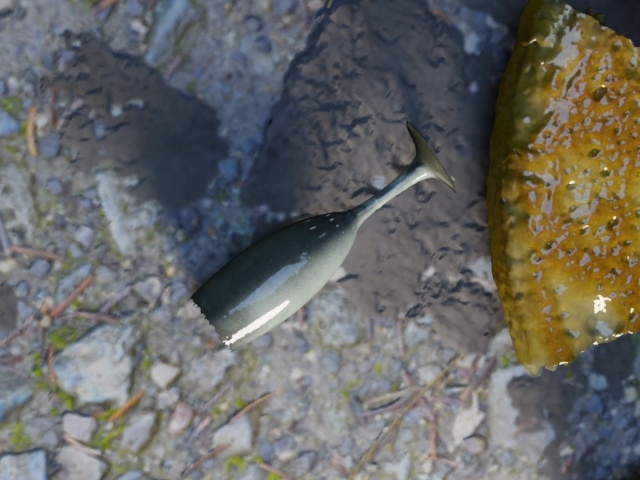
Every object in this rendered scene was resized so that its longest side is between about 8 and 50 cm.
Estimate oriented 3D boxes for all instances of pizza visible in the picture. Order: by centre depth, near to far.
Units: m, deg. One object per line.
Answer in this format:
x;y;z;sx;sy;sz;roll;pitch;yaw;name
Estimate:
0.257;-0.026;0.814;0.287;0.075;0.280;4;102;-10;pizza

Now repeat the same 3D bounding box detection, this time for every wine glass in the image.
0.000;0.000;0.786;0.198;0.066;0.066;-36;101;0;wine glass

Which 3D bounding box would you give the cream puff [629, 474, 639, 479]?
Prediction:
0.248;0.255;0.834;0.116;0.146;0.146;35;93;28;cream puff
